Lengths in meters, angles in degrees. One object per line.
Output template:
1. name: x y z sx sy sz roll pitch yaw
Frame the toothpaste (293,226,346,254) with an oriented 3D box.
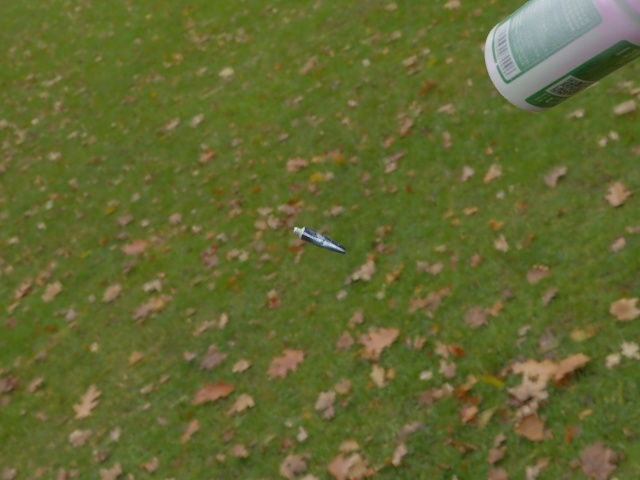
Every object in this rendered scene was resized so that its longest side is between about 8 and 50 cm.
1. toothpaste: 0.000 0.000 1.366 0.027 0.083 0.019 -81 14 -73

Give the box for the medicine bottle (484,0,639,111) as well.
1. medicine bottle: 0.326 -0.262 1.104 0.133 0.133 0.274 -45 8 -32
